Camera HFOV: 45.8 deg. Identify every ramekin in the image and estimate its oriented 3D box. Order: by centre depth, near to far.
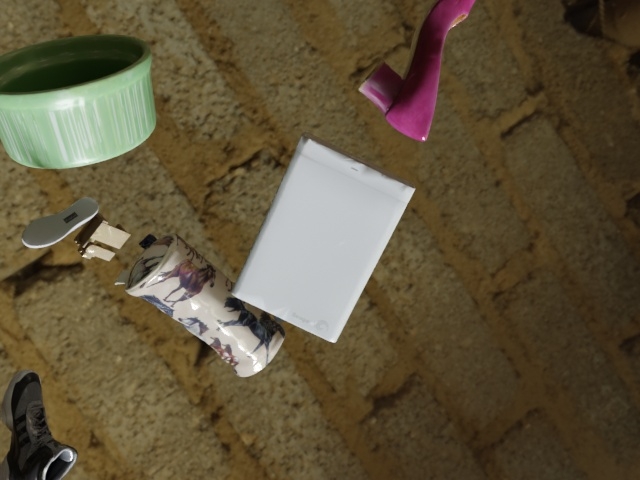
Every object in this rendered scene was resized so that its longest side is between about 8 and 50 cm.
[{"bbox_3d":[-0.440,-0.250,1.351,0.303,0.303,0.148,35,140,46],"label":"ramekin"}]

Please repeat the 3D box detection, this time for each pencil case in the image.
[{"bbox_3d":[-0.258,0.155,1.726,0.183,0.160,0.410,-16,132,39],"label":"pencil case"}]

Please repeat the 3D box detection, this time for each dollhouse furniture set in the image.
[{"bbox_3d":[-0.688,-0.023,2.260,0.151,0.144,0.123,43,-174,31],"label":"dollhouse furniture set"}]

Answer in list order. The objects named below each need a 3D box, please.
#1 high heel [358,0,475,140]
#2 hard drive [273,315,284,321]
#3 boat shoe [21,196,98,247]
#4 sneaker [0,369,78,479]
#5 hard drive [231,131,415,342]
[{"bbox_3d":[0.171,-0.255,1.043,0.117,0.244,0.082,42,169,1],"label":"high heel"},{"bbox_3d":[-0.085,0.114,1.654,0.094,0.022,0.135,-9,109,40],"label":"hard drive"},{"bbox_3d":[-0.439,-0.026,1.282,0.049,0.142,0.040,56,147,0],"label":"boat shoe"},{"bbox_3d":[-0.591,0.411,1.606,0.101,0.153,0.269,17,-108,-63],"label":"sneaker"},{"bbox_3d":[0.000,0.000,1.274,0.203,0.308,0.040,25,-161,-1],"label":"hard drive"}]
